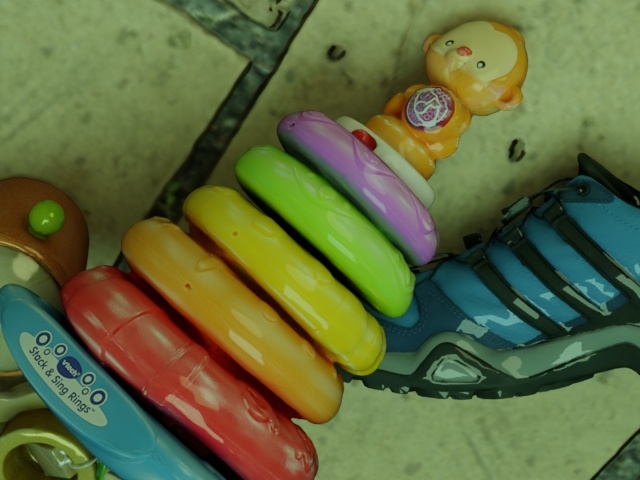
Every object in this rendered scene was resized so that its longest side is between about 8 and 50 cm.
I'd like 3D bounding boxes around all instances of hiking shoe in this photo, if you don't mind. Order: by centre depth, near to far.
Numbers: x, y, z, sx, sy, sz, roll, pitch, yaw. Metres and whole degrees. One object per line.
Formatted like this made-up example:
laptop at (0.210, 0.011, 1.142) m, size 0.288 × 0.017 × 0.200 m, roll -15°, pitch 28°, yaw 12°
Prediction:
hiking shoe at (0.128, 0.018, 0.832) m, size 0.304 × 0.113 × 0.132 m, roll -2°, pitch 93°, yaw 14°

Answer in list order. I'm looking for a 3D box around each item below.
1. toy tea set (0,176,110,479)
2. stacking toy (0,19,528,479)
toy tea set at (-0.224, 0.105, 0.886) m, size 0.200 × 0.124 × 0.336 m, roll -1°, pitch 121°, yaw 6°
stacking toy at (0.000, 0.000, 0.764) m, size 0.302 × 0.175 × 0.166 m, roll -47°, pitch 146°, yaw -4°
